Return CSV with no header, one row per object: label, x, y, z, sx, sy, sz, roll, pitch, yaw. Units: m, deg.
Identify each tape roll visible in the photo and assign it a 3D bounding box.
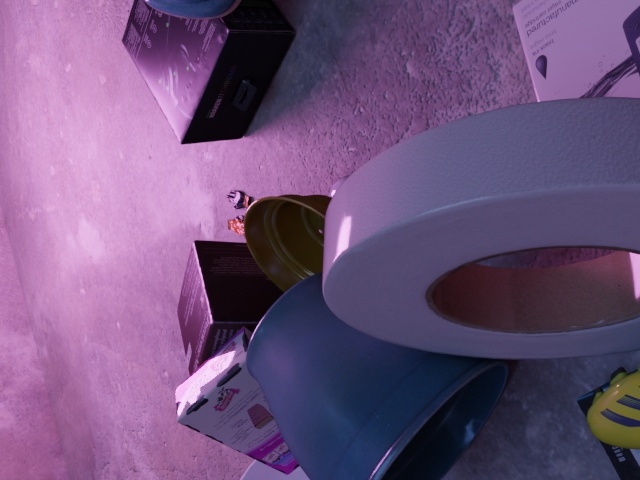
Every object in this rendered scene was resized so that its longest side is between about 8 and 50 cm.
tape roll,0.195,0.019,0.587,0.392,0.391,0.072,-31,49,49

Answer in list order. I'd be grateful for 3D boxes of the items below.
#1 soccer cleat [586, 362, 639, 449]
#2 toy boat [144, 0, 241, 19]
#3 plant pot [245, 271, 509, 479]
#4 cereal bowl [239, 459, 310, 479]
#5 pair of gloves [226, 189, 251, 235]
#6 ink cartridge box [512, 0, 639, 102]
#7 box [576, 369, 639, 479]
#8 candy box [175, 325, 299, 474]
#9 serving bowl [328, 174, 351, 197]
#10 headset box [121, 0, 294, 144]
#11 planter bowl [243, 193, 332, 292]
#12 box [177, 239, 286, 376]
soccer cleat,0.342,0.142,0.548,0.289,0.093,0.121,-35,48,46
toy boat,-0.115,-0.413,0.889,0.148,0.318,0.268,-82,-5,-52
plant pot,0.051,0.180,0.862,0.255,0.271,0.272,40,128,30
cereal bowl,-0.026,0.510,1.117,0.339,0.141,0.339,-37,39,38
pair of gloves,-0.153,-0.051,1.270,0.074,0.010,0.083,15,111,48
ink cartridge box,0.290,-0.144,0.602,0.172,0.100,0.237,-30,62,50
box,0.375,0.151,0.650,0.244,0.060,0.101,-44,66,46
candy box,-0.082,0.251,1.045,0.159,0.233,0.071,-42,34,15
serving bowl,0.039,-0.055,1.025,0.083,0.027,0.084,16,111,47
headset box,-0.195,-0.336,1.147,0.283,0.131,0.246,57,136,23
planter bowl,0.000,0.000,1.001,0.217,0.090,0.217,25,141,22
box,-0.130,0.125,1.122,0.203,0.166,0.169,-115,36,-49
